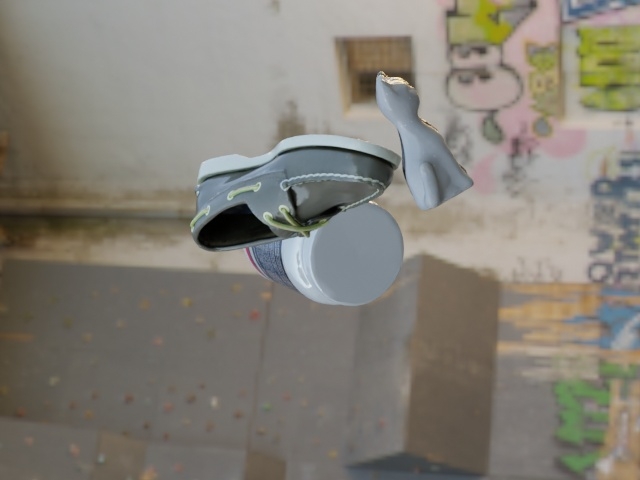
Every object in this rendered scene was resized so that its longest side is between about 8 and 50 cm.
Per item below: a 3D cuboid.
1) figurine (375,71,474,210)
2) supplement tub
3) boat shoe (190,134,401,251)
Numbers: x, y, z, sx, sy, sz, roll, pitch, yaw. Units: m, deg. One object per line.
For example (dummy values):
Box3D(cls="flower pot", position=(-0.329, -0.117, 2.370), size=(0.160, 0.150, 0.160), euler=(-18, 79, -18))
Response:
Box3D(cls="figurine", position=(0.139, -0.160, 1.988), size=(0.209, 0.092, 0.215), euler=(61, -175, -6))
Box3D(cls="supplement tub", position=(0.000, 0.000, 2.180), size=(0.272, 0.191, 0.191), euler=(-159, 66, -63))
Box3D(cls="boat shoe", position=(-0.032, -0.044, 1.376), size=(0.109, 0.305, 0.091), euler=(25, -110, -34))
